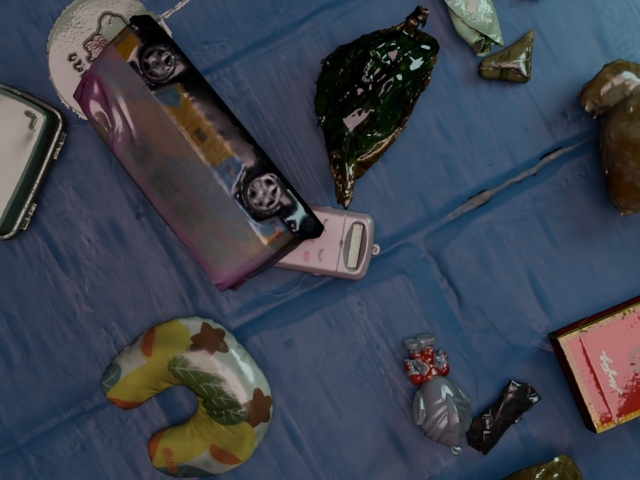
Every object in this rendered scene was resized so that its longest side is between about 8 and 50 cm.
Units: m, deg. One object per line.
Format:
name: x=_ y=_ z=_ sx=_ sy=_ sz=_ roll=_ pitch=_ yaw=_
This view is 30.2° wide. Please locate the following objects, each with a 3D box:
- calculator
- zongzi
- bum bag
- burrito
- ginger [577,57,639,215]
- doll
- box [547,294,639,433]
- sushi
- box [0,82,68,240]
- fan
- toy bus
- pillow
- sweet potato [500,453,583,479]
calculator: x=0.000 y=0.000 z=1.699 sx=0.175 sy=0.032 sz=0.100 roll=9 pitch=89 yaw=-1
zongzi: x=0.267 y=-0.270 z=1.697 sx=0.076 sy=0.040 sz=0.083 roll=7 pitch=87 yaw=-2
bum bag: x=0.259 y=0.252 z=1.705 sx=0.124 sy=0.034 sz=0.058 roll=-45 pitch=100 yaw=0
burrito: x=0.216 y=-0.320 z=1.693 sx=0.074 sy=0.044 sz=0.118 roll=-17 pitch=89 yaw=-9
ginger: x=0.521 y=-0.111 z=1.639 sx=0.375 sy=0.176 sz=0.256 roll=32 pitch=95 yaw=0
doll: x=0.167 y=0.220 z=1.688 sx=0.094 sy=0.079 sz=0.180 roll=-12 pitch=77 yaw=-24
box: x=0.466 y=0.159 z=1.692 sx=0.239 sy=0.074 sz=0.153 roll=-23 pitch=95 yaw=-2
sushi: x=0.057 y=-0.198 z=1.643 sx=0.149 sy=0.140 sz=0.287 roll=33 pitch=89 yaw=-8
box: x=-0.451 y=-0.111 z=1.642 sx=0.148 sy=0.129 sz=0.210 roll=24 pitch=89 yaw=-2
fan: x=-0.248 y=-0.306 z=1.703 sx=0.329 sy=0.009 sz=0.191 roll=-36 pitch=91 yaw=0
toy bus: x=-0.177 y=-0.115 z=1.611 sx=0.162 sy=0.171 sz=0.386 roll=-39 pitch=84 yaw=4
pillow: x=-0.181 y=0.224 z=1.681 sx=0.214 sy=0.086 sz=0.233 roll=-32 pitch=94 yaw=10
sweet potato: x=0.218 y=0.442 z=1.658 sx=0.369 sy=0.158 sz=0.158 roll=-30 pitch=91 yaw=7
